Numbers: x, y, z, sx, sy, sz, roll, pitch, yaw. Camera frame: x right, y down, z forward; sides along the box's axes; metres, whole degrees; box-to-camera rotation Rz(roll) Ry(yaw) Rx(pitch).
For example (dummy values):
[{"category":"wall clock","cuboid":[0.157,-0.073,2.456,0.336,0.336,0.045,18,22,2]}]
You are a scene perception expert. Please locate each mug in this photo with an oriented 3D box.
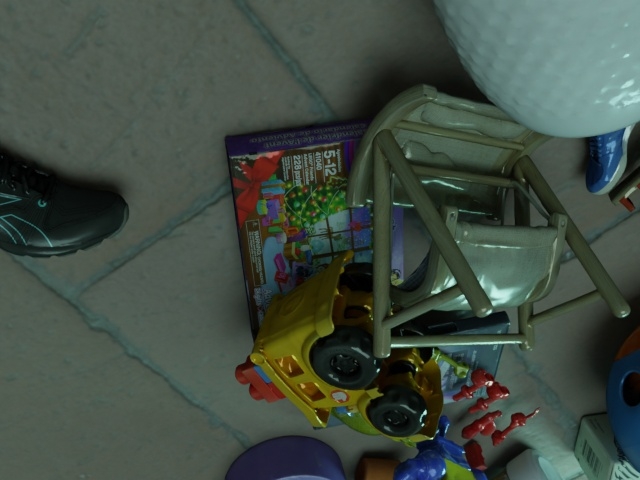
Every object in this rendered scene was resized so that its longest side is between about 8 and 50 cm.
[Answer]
[{"category":"mug","cuboid":[0.264,-0.303,0.755,0.374,0.276,0.328,-42,133,-21]}]

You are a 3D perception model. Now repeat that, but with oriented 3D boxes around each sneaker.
[{"category":"sneaker","cuboid":[-0.343,-0.045,0.859,0.267,0.101,0.106,0,120,-13]},{"category":"sneaker","cuboid":[0.338,-0.131,0.979,0.084,0.058,0.152,5,116,-22]}]

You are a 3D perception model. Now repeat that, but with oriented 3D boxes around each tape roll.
[{"category":"tape roll","cuboid":[-0.049,0.393,1.215,0.189,0.080,0.189,-6,124,-9]}]

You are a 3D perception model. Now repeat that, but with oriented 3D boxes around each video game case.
[{"category":"video game case","cuboid":[0.119,0.187,1.123,0.274,0.026,0.196,-11,141,-7]}]

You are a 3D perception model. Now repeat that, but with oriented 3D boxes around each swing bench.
[{"category":"swing bench","cuboid":[0.176,-0.015,0.889,0.253,0.255,0.165,4,156,-37]}]

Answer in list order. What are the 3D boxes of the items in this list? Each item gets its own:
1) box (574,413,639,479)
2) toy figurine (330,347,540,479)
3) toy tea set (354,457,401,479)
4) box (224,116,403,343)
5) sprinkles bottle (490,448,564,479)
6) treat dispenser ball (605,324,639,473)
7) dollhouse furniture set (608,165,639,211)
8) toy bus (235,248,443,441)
[{"category":"box","cuboid":[0.567,0.336,1.299,0.275,0.113,0.094,-7,122,-10]},{"category":"toy figurine","cuboid":[0.182,0.311,1.087,0.191,0.217,0.362,-34,134,23]},{"category":"toy tea set","cuboid":[0.084,0.504,1.248,0.124,0.200,0.336,16,112,-12]},{"category":"box","cuboid":[0.000,0.000,0.988,0.200,0.057,0.293,-10,124,-7]},{"category":"sprinkles bottle","cuboid":[0.249,0.495,1.321,0.355,0.121,0.121,-43,121,16]},{"category":"treat dispenser ball","cuboid":[0.552,0.229,1.120,0.288,0.288,0.288,-6,123,-9]},{"category":"dollhouse furniture set","cuboid":[0.505,-0.013,0.997,0.259,0.262,0.135,44,110,4]},{"category":"toy bus","cuboid":[0.014,0.154,0.959,0.211,0.149,0.220,-28,115,27]}]
